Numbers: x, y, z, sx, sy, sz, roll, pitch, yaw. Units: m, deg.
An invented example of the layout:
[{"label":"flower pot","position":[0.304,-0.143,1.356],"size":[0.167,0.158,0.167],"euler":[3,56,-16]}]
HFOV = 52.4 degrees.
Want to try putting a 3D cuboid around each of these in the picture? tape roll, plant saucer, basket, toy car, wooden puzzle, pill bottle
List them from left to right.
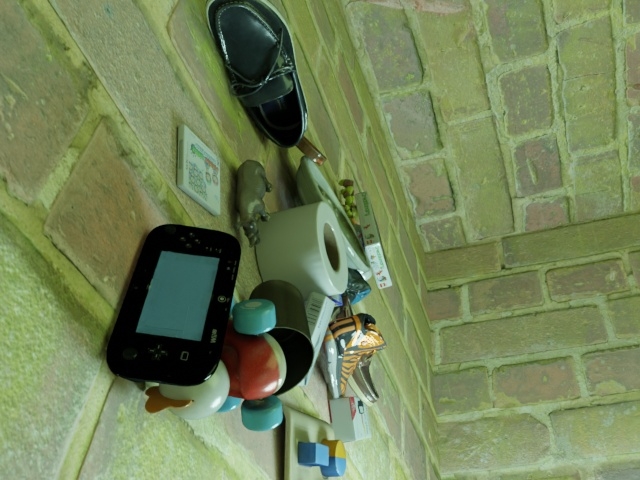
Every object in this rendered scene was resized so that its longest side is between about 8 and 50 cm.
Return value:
[{"label":"toy car","position":[-0.201,0.223,1.088],"size":[0.238,0.210,0.219],"euler":[-16,109,-46]},{"label":"basket","position":[-0.103,0.196,1.394],"size":[0.154,0.204,0.227],"euler":[41,20,-18]},{"label":"tape roll","position":[-0.045,0.033,1.685],"size":[0.246,0.169,0.246],"euler":[-12,90,-75]},{"label":"wooden puzzle","position":[-0.003,0.592,1.580],"size":[0.322,0.080,0.348],"euler":[47,34,-60]},{"label":"plant saucer","position":[0.015,-0.063,1.974],"size":[0.401,0.100,0.400],"euler":[58,9,-14]},{"label":"pill bottle","position":[0.125,0.048,2.352],"size":[0.108,0.108,0.194],"euler":[-68,143,-62]}]

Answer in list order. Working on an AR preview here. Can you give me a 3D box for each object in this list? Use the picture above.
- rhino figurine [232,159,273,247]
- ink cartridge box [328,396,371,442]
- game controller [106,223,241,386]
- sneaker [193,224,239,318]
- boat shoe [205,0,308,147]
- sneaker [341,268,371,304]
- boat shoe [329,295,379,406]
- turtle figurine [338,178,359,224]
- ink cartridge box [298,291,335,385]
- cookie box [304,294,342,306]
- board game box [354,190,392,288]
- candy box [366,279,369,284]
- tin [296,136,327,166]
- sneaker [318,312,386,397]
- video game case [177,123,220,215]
[{"label":"rhino figurine","position":[-0.165,-0.087,1.544],"size":[0.106,0.073,0.243],"euler":[62,24,-54]},{"label":"ink cartridge box","position":[0.090,0.533,1.944],"size":[0.175,0.072,0.128],"euler":[33,46,-67]},{"label":"game controller","position":[-0.227,0.094,1.051],"size":[0.319,0.166,0.067],"euler":[-86,177,-45]},{"label":"sneaker","position":[-0.210,0.086,1.276],"size":[0.095,0.090,0.235],"euler":[167,-94,-83]},{"label":"boat shoe","position":[-0.144,-0.432,1.676],"size":[0.500,0.186,0.156],"euler":[65,14,-52]},{"label":"sneaker","position":[0.041,0.115,2.073],"size":[0.140,0.125,0.341],"euler":[55,9,25]},{"label":"boat shoe","position":[0.113,0.331,1.971],"size":[0.342,0.123,0.123],"euler":[66,9,5]},{"label":"turtle figurine","position":[0.107,-0.121,2.453],"size":[0.269,0.087,0.217],"euler":[52,31,-57]},{"label":"ink cartridge box","position":[-0.023,0.245,1.593],"size":[0.224,0.045,0.223],"euler":[50,58,-77]},{"label":"cookie box","position":[0.005,0.171,1.892],"size":[0.107,0.091,0.040],"euler":[37,40,-65]},{"label":"board game box","position":[0.179,-0.006,2.228],"size":[0.305,0.053,0.193],"euler":[-97,169,-52]},{"label":"candy box","position":[0.159,0.083,2.586],"size":[0.105,0.027,0.206],"euler":[38,42,-62]},{"label":"tin","position":[-0.055,-0.294,1.963],"size":[0.190,0.040,0.106],"euler":[48,6,26]},{"label":"sneaker","position":[0.094,0.321,1.804],"size":[0.321,0.180,0.125],"euler":[88,-20,-50]},{"label":"video game case","position":[-0.255,-0.146,1.376],"size":[0.157,0.019,0.143],"euler":[47,35,-61]}]
